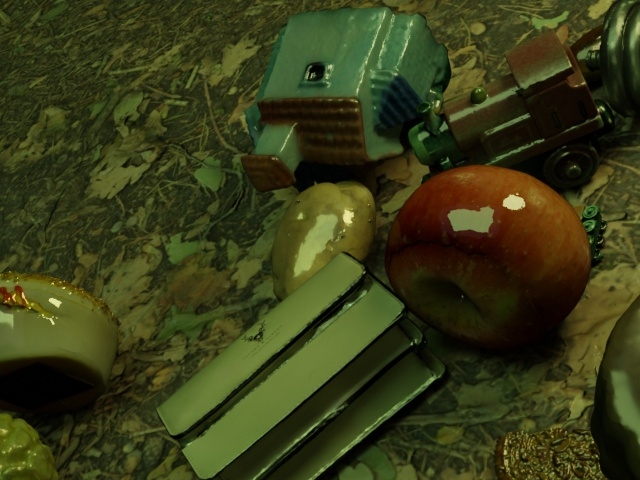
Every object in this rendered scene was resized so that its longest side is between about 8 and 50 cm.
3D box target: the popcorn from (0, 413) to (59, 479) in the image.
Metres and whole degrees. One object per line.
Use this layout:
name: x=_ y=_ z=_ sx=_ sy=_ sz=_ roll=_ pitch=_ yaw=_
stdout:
popcorn: x=-0.492 y=0.383 z=1.733 sx=0.259 sy=0.212 sz=0.259 roll=-15 pitch=50 yaw=19

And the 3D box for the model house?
model house: x=0.028 y=-0.181 z=1.934 sx=0.295 sy=0.251 sz=0.329 roll=3 pitch=58 yaw=34

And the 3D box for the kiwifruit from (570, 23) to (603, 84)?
kiwifruit: x=0.440 y=-0.297 z=1.884 sx=0.124 sy=0.075 sz=0.075 roll=-34 pitch=39 yaw=-5

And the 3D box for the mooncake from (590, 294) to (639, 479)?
mooncake: x=0.426 y=0.183 z=1.224 sx=0.291 sy=0.161 sz=0.290 roll=-3 pitch=55 yaw=4

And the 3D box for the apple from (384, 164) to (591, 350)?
apple: x=0.220 y=0.014 z=1.582 sx=0.272 sy=0.251 sz=0.206 roll=-18 pitch=33 yaw=57

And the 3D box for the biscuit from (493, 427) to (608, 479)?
biscuit: x=0.298 y=0.282 z=1.433 sx=0.206 sy=0.025 sz=0.126 roll=-4 pitch=48 yaw=32

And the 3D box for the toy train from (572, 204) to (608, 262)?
toy train: x=0.363 y=-0.006 z=1.666 sx=0.064 sy=0.044 sz=0.103 roll=-8 pitch=44 yaw=32

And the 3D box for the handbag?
handbag: x=-0.038 y=0.195 z=1.653 sx=0.358 sy=0.160 sz=0.237 roll=-40 pitch=32 yaw=-6

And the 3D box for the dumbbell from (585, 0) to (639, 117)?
dumbbell: x=0.572 y=-0.266 z=1.678 sx=0.406 sy=0.179 sz=0.179 roll=2 pitch=52 yaw=35

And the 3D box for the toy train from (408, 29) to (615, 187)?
toy train: x=0.270 y=-0.157 z=1.741 sx=0.304 sy=0.221 sz=0.150 roll=-25 pitch=42 yaw=13

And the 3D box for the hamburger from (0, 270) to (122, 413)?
hamburger: x=-0.460 y=0.156 z=1.883 sx=0.276 sy=0.294 sz=0.179 roll=-23 pitch=55 yaw=33

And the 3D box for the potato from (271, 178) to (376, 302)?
potato: x=-0.003 y=0.000 z=1.847 sx=0.234 sy=0.128 sz=0.161 roll=-50 pitch=36 yaw=-10
